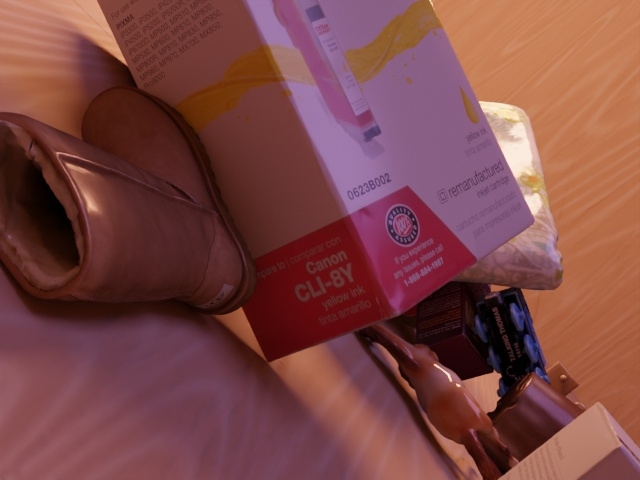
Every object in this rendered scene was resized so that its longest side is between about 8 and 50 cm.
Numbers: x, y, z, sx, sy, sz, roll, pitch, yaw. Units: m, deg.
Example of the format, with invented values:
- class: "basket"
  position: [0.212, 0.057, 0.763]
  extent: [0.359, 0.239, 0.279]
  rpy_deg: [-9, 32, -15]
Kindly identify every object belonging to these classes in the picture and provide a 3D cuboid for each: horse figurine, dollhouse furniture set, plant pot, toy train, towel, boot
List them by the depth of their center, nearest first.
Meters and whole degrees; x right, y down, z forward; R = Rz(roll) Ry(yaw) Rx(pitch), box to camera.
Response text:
- class: "boot"
  position: [-0.159, -0.050, 0.788]
  extent: [0.236, 0.089, 0.269]
  rpy_deg: [52, 11, 19]
- class: "horse figurine"
  position: [0.152, 0.198, 1.318]
  extent: [0.174, 0.066, 0.263]
  rpy_deg: [48, 5, -48]
- class: "plant pot"
  position: [0.303, 0.276, 1.459]
  extent: [0.165, 0.167, 0.167]
  rpy_deg: [42, 9, 6]
- class: "toy train"
  position: [0.281, 0.156, 1.567]
  extent: [0.184, 0.080, 0.105]
  rpy_deg: [69, 20, -3]
- class: "towel"
  position: [0.185, -0.085, 1.654]
  extent: [0.375, 0.320, 0.090]
  rpy_deg: [-90, -175, -45]
- class: "dollhouse furniture set"
  position: [0.416, 0.313, 1.897]
  extent: [0.144, 0.123, 0.151]
  rpy_deg: [50, 9, 7]

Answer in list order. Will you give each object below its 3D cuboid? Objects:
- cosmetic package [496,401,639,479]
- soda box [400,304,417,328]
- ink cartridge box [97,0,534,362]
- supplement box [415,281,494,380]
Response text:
- class: "cosmetic package"
  position: [0.273, 0.295, 1.116]
  extent: [0.151, 0.183, 0.151]
  rpy_deg: [49, 9, -3]
- class: "soda box"
  position: [0.119, 0.071, 1.675]
  extent: [0.181, 0.061, 0.058]
  rpy_deg: [39, 14, -49]
- class: "ink cartridge box"
  position: [0.001, -0.126, 1.003]
  extent: [0.279, 0.160, 0.385]
  rpy_deg: [-27, 92, -49]
- class: "supplement box"
  position: [0.201, 0.105, 1.626]
  extent: [0.104, 0.080, 0.188]
  rpy_deg: [49, 33, -37]
